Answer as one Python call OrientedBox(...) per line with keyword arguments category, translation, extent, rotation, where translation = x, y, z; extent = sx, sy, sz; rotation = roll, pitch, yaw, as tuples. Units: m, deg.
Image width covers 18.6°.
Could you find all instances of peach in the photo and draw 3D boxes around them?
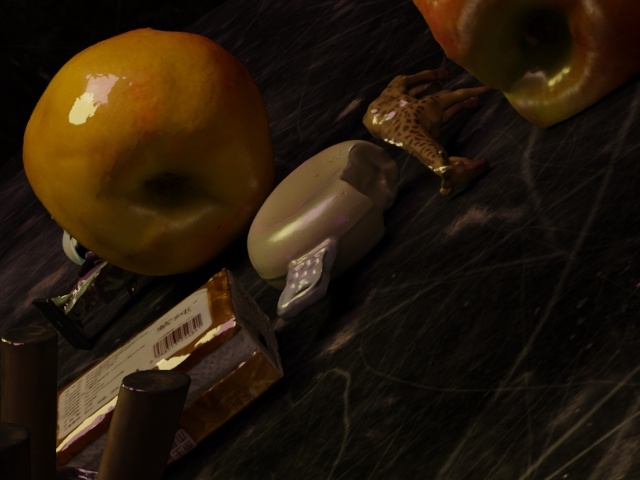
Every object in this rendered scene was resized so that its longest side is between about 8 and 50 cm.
OrientedBox(category="peach", translation=(-0.203, -0.110, 2.263), extent=(0.289, 0.289, 0.308), rotation=(-39, 27, 2))
OrientedBox(category="peach", translation=(0.251, -0.314, 1.859), extent=(0.306, 0.242, 0.380), rotation=(-37, 13, 30))

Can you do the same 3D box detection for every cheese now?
OrientedBox(category="cheese", translation=(0.000, 0.000, 1.862), extent=(0.163, 0.082, 0.286), rotation=(-36, 16, 17))

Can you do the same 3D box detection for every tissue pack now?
OrientedBox(category="tissue pack", translation=(-0.148, 0.137, 1.782), extent=(0.226, 0.092, 0.183), rotation=(-40, 14, 5))

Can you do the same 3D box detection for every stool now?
OrientedBox(category="stool", translation=(-0.223, 0.185, 1.413), extent=(0.272, 0.178, 0.272), rotation=(0, 16, 0))

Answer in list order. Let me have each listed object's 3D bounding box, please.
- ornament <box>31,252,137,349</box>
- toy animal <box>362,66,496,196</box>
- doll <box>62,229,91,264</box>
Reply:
OrientedBox(category="ornament", translation=(-0.246, 0.039, 2.367), extent=(0.203, 0.088, 0.081), rotation=(-40, 15, -10))
OrientedBox(category="toy animal", translation=(0.108, -0.112, 1.925), extent=(0.149, 0.054, 0.275), rotation=(1, 23, 13))
OrientedBox(category="doll", translation=(-0.293, -0.013, 2.612), extent=(0.107, 0.110, 0.181), rotation=(-2, 7, -11))
